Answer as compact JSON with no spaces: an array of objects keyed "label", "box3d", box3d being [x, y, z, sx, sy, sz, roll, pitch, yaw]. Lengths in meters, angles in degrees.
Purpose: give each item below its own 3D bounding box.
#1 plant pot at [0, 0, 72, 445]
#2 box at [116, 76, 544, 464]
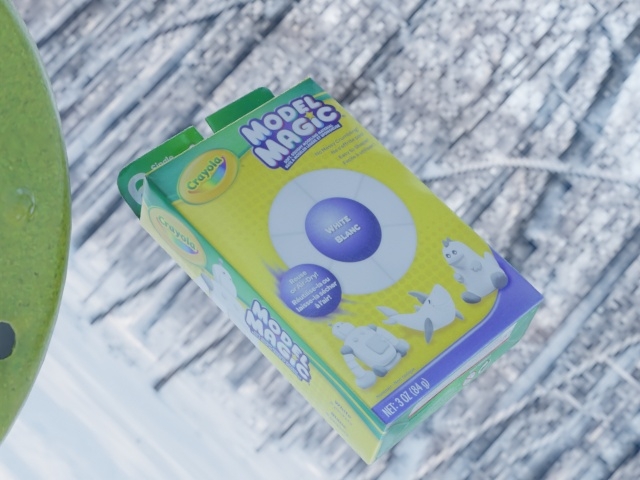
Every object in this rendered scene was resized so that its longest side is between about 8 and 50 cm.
[{"label":"plant pot","box3d":[-0.296,-0.015,0.490,0.353,0.367,0.366,8,-28,35]},{"label":"box","box3d":[0.000,0.000,0.588,0.179,0.105,0.043,43,-32,20]}]
